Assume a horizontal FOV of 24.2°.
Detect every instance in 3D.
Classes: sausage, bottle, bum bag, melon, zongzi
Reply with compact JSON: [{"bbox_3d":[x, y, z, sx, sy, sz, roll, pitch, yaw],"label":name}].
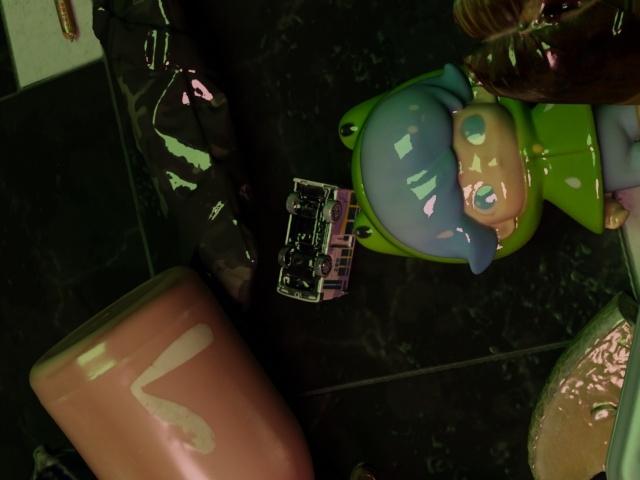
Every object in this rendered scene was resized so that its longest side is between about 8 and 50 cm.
[{"bbox_3d":[-0.258,-0.244,1.477,0.015,0.015,0.100,-18,84,35],"label":"sausage"},{"bbox_3d":[-0.088,0.176,1.279,0.206,0.173,0.297,-31,96,21],"label":"bottle"},{"bbox_3d":[-0.122,-0.096,1.346,0.144,0.095,0.340,-35,72,61],"label":"bum bag"},{"bbox_3d":[0.211,0.132,1.179,0.098,0.054,0.182,46,119,5],"label":"melon"},{"bbox_3d":[0.218,-0.247,0.994,0.154,0.289,0.317,-10,84,56],"label":"zongzi"}]

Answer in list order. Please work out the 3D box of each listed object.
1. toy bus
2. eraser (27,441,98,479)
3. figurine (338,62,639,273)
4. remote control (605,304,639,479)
[{"bbox_3d":[0.000,0.000,1.296,0.052,0.058,0.102,13,97,34],"label":"toy bus"},{"bbox_3d":[-0.167,0.335,1.417,0.332,0.101,0.155,36,114,28],"label":"eraser"},{"bbox_3d":[0.144,-0.062,1.152,0.263,0.143,0.162,-8,98,18],"label":"figurine"},{"bbox_3d":[0.270,0.092,1.097,0.087,0.047,0.244,11,95,4],"label":"remote control"}]
